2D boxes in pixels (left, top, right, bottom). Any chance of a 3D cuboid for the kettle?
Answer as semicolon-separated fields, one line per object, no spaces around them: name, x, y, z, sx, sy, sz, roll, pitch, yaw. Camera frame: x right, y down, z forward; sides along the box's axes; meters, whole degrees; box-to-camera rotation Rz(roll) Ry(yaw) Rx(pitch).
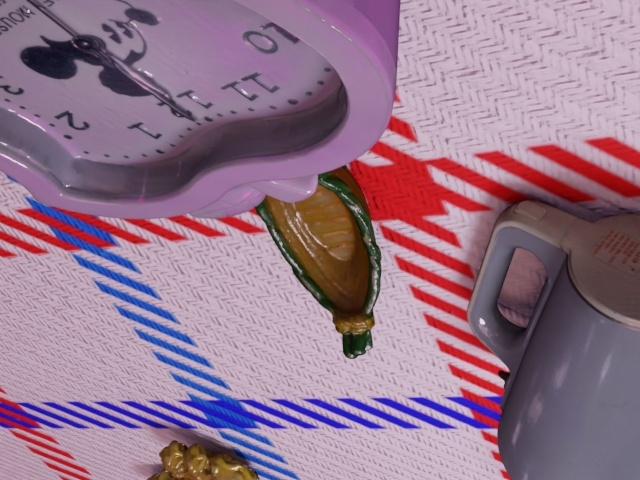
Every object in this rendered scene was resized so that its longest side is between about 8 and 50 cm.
kettle;0.218;0.087;0.812;0.210;0.160;0.243;32;143;30

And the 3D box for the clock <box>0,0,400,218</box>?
clock;-0.119;-0.125;0.594;0.338;0.102;0.338;7;156;3

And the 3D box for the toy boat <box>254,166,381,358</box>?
toy boat;0.000;0.000;0.805;0.088;0.088;0.229;-8;135;26

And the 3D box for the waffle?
waffle;-0.158;0.311;1.269;0.149;0.051;0.194;30;145;-15
